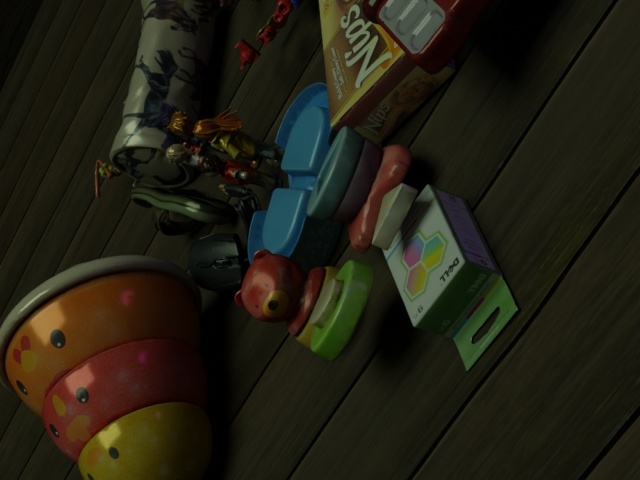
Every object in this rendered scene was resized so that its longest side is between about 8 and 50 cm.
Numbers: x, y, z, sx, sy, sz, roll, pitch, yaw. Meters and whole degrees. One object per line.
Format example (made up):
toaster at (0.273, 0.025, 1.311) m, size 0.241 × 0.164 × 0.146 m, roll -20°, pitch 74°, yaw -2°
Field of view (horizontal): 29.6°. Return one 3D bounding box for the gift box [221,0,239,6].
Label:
gift box at (-0.162, -0.585, 2.164) m, size 0.258 × 0.255 × 0.276 m, roll -22°, pitch 51°, yaw 52°

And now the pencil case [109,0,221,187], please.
pencil case at (-0.295, -0.302, 2.326) m, size 0.183 × 0.160 × 0.410 m, roll 117°, pitch 161°, yaw -68°

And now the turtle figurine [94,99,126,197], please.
turtle figurine at (-0.386, -0.204, 2.494) m, size 0.269 × 0.087 × 0.217 m, roll -65°, pitch 15°, yaw -4°

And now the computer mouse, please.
computer mouse at (-0.165, 0.000, 1.950) m, size 0.262 × 0.060 × 0.184 m, roll 6°, pitch 105°, yaw 61°

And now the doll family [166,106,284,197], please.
doll family at (-0.166, -0.161, 2.007) m, size 0.263 × 0.163 × 0.118 m, roll 21°, pitch 92°, yaw 62°

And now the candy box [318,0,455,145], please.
candy box at (0.087, -0.313, 1.735) m, size 0.183 × 0.088 × 0.316 m, roll -43°, pitch 39°, yaw 39°

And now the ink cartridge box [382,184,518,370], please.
ink cartridge box at (0.149, 0.041, 1.443) m, size 0.109 × 0.062 × 0.209 m, roll -55°, pitch 33°, yaw 28°

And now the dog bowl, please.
dog bowl at (-0.016, -0.082, 1.795) m, size 0.166 × 0.074 × 0.297 m, roll 7°, pitch 81°, yaw 61°

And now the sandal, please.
sandal at (-0.258, -0.047, 2.161) m, size 0.303 × 0.120 × 0.086 m, roll 19°, pitch 104°, yaw 61°

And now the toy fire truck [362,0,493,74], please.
toy fire truck at (0.154, -0.360, 1.515) m, size 0.254 × 0.169 × 0.302 m, roll -50°, pitch 32°, yaw 12°

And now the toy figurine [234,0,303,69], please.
toy figurine at (-0.093, -0.478, 1.952) m, size 0.362 × 0.217 × 0.191 m, roll -48°, pitch 6°, yaw 24°

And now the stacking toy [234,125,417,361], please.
stacking toy at (0.000, 0.000, 1.572) m, size 0.279 × 0.130 × 0.308 m, roll -114°, pitch 48°, yaw -80°

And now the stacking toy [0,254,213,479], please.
stacking toy at (-0.274, 0.290, 1.867) m, size 0.350 × 0.351 × 0.479 m, roll -53°, pitch 50°, yaw 30°
